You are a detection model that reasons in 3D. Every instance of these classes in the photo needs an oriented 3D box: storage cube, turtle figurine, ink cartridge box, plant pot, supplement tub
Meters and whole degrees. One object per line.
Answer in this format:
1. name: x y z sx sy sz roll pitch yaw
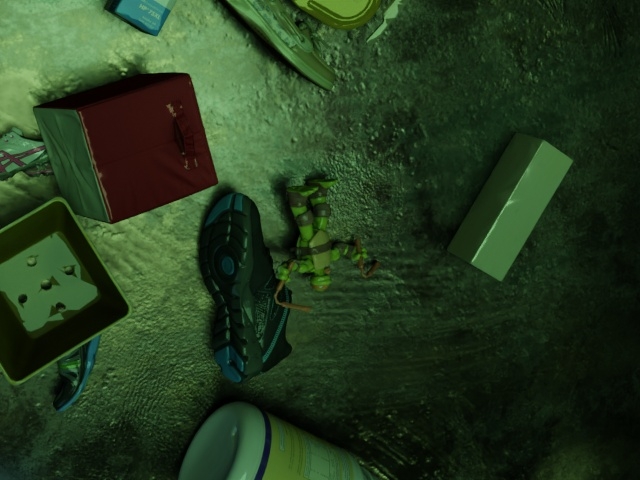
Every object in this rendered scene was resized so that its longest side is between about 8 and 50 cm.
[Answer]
1. storage cube: -0.305 -0.150 1.509 0.193 0.215 0.184 -24 111 -30
2. turtle figurine: 0.000 0.000 1.755 0.269 0.087 0.218 -16 108 -40
3. ink cartridge box: -0.243 -0.441 1.510 0.078 0.134 0.231 29 94 -24
4. plant pot: -0.442 0.074 1.533 0.212 0.187 0.212 -32 97 -9
5. supplement tub: -0.069 0.462 1.770 0.331 0.241 0.241 31 92 -25

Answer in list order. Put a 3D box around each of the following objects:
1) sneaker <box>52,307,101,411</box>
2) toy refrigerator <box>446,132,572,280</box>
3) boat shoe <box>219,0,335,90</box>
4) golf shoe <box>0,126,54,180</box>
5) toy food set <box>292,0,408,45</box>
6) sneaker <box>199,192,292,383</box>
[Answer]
1. sneaker: -0.429 0.203 1.665 0.078 0.067 0.188 16 98 -8
2. toy refrigerator: 0.367 -0.065 1.868 0.094 0.102 0.270 29 93 -25
3. boat shoe: -0.066 -0.365 1.616 0.285 0.104 0.089 42 90 -25
4. golf shoe: -0.501 -0.137 1.537 0.186 0.067 0.086 -11 102 -28
5. toy food set: 0.032 -0.433 1.657 0.217 0.071 0.128 28 101 -22
6. sneaker: -0.127 0.077 1.728 0.139 0.125 0.341 -16 111 -43
